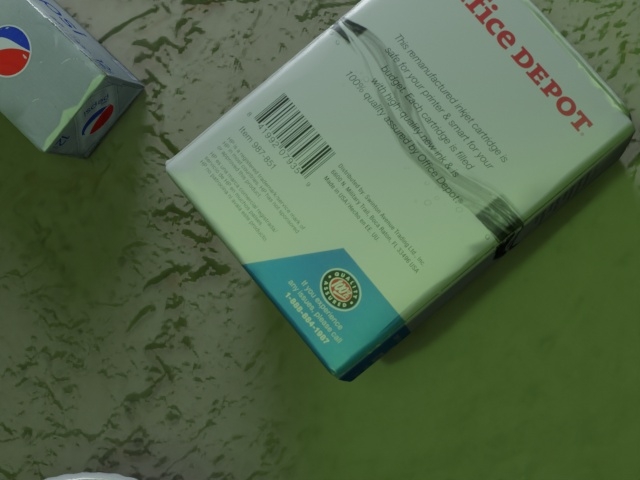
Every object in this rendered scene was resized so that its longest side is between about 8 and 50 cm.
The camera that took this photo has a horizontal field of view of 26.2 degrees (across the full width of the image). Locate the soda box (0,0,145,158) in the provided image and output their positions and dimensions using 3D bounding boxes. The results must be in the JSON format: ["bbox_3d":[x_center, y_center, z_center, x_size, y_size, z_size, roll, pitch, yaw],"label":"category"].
[{"bbox_3d":[-0.305,-0.205,1.290,0.286,0.091,0.098,43,100,12],"label":"soda box"}]

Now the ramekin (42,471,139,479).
[{"bbox_3d":[-0.199,0.322,1.172,0.272,0.127,0.273,4,57,-6],"label":"ramekin"}]

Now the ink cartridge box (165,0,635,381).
[{"bbox_3d":[0.067,-0.065,1.131,0.307,0.129,0.223,-40,79,0],"label":"ink cartridge box"}]
